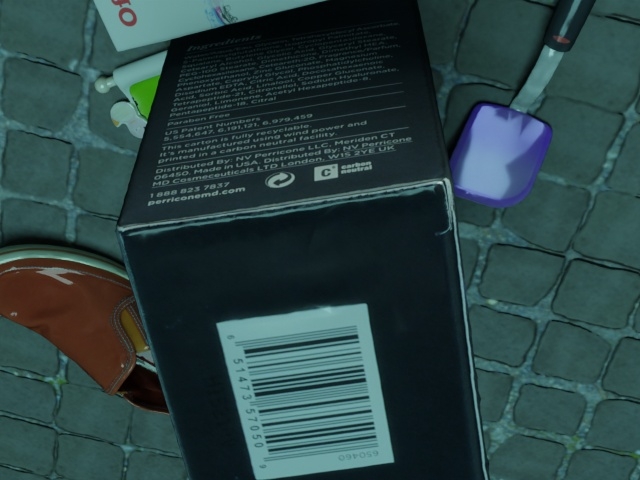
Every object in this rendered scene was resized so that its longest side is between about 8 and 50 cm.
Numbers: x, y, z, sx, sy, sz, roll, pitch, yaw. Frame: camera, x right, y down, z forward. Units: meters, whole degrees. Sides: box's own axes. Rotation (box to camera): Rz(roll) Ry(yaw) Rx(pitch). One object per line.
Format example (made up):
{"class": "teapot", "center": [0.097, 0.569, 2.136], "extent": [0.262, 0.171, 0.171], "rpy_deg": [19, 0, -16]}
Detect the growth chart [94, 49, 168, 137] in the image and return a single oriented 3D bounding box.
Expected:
{"class": "growth chart", "center": [-0.093, -0.090, 1.148], "extent": [0.172, 0.021, 0.237], "rpy_deg": [-24, 119, 25]}

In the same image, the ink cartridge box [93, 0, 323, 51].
{"class": "ink cartridge box", "center": [-0.067, -0.277, 0.912], "extent": [0.232, 0.168, 0.171], "rpy_deg": [-10, 124, 16]}

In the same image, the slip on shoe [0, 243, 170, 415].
{"class": "slip on shoe", "center": [-0.213, 0.107, 1.263], "extent": [0.331, 0.101, 0.123], "rpy_deg": [29, 127, -11]}

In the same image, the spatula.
{"class": "spatula", "center": [0.197, -0.153, 1.049], "extent": [0.084, 0.030, 0.296], "rpy_deg": [18, 126, -6]}

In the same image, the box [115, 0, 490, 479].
{"class": "box", "center": [0.000, 0.000, 0.943], "extent": [0.211, 0.395, 0.294], "rpy_deg": [-9, 121, 5]}
